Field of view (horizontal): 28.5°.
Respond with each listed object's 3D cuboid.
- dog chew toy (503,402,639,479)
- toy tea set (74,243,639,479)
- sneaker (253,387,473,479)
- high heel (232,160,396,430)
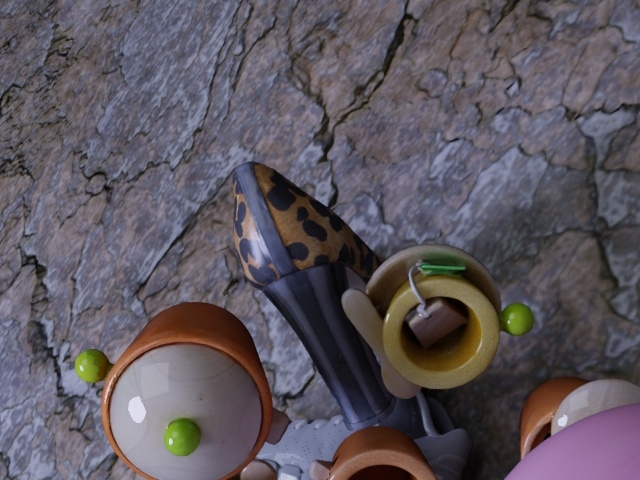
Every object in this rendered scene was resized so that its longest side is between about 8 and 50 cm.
[{"bbox_3d":[0.212,0.205,0.541,0.332,0.207,0.206,30,87,51],"label":"dog chew toy"},{"bbox_3d":[0.028,0.115,0.732,0.336,0.200,0.124,-14,17,3],"label":"toy tea set"},{"bbox_3d":[0.017,0.142,0.914,0.229,0.086,0.132,12,67,40],"label":"sneaker"},{"bbox_3d":[0.000,0.000,0.898,0.093,0.186,0.261,-24,16,9],"label":"high heel"}]
